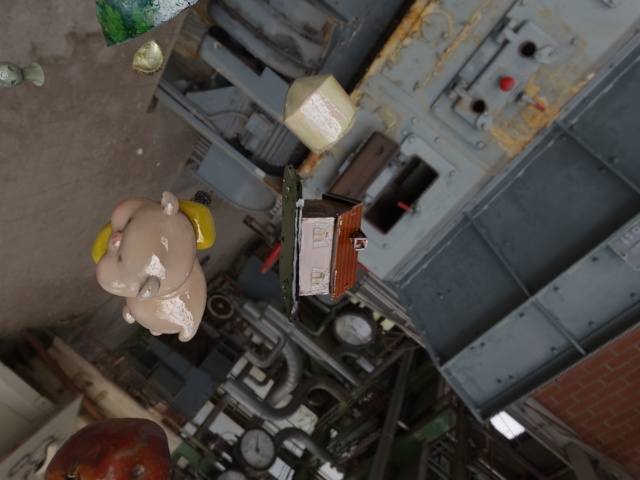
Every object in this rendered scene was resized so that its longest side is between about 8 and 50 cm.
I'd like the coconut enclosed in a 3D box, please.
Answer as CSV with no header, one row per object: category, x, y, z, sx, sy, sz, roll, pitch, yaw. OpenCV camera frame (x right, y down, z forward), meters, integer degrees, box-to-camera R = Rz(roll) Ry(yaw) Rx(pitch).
coconut,-0.009,-0.279,0.937,0.147,0.152,0.147,-41,-166,12

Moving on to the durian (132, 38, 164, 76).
durian,-0.447,-0.473,1.143,0.066,0.052,0.130,103,5,-61

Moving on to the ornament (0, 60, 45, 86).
ornament,-0.917,-0.500,1.313,0.156,0.081,0.074,-62,160,-65

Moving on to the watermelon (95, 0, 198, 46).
watermelon,-0.401,-0.657,1.047,0.320,0.222,0.292,-1,-139,37

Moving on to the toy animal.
toy animal,-0.395,0.056,0.971,0.247,0.278,0.344,-157,-105,-84

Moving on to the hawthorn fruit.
hawthorn fruit,-0.499,0.553,1.026,0.275,0.275,0.300,-51,152,-3

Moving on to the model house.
model house,0.000,-0.001,0.918,0.207,0.154,0.293,-113,-156,-63

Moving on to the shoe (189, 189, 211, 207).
shoe,-0.437,-0.087,1.474,0.077,0.074,0.194,-26,-148,37
